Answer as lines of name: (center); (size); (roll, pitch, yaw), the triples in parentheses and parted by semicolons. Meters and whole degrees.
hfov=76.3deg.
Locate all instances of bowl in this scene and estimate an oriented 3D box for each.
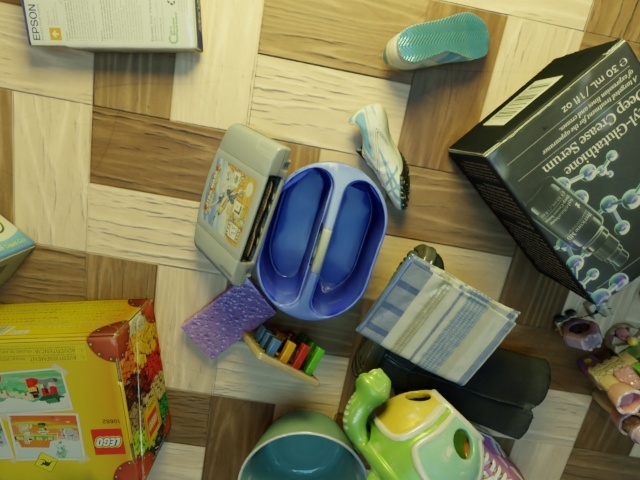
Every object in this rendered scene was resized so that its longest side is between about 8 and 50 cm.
bowl: (-0.041, 0.558, 1.026); (0.311, 0.163, 0.312); (0, 106, -1)

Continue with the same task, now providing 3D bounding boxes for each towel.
towel: (0.244, 0.170, 0.845); (0.284, 0.034, 0.209); (28, 105, -11)

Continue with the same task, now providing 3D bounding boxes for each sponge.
sponge: (-0.222, 0.187, 0.990); (0.210, 0.031, 0.117); (-37, 104, 7)

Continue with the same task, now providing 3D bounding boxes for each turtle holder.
turtle holder: (0.192, 0.424, 0.869); (0.227, 0.243, 0.320); (-46, 69, -2)

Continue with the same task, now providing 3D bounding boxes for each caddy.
caddy: (0.000, 0.000, 0.868); (0.241, 0.179, 0.342); (15, 104, -6)

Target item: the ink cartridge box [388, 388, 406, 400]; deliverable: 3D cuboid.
ink cartridge box: (0.229, 0.450, 1.031); (0.181, 0.104, 0.061); (41, 101, -10)

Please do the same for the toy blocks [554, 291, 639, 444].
toy blocks: (0.771, 0.290, 0.918); (0.288, 0.260, 0.309); (-30, 104, 7)

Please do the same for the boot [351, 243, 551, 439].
boot: (0.347, 0.245, 0.955); (0.444, 0.146, 0.367); (23, 112, -4)

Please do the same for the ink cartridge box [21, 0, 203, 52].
ink cartridge box: (-0.400, -0.535, 0.774); (0.329, 0.071, 0.325); (2, 106, 2)

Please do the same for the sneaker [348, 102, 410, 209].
sneaker: (0.133, -0.174, 0.882); (0.086, 0.085, 0.237); (-14, 111, 30)

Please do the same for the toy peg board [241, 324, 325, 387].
toy peg board: (-0.080, 0.244, 0.941); (0.160, 0.161, 0.079); (34, 81, -22)

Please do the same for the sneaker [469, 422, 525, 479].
sneaker: (0.451, 0.599, 1.049); (0.282, 0.161, 0.102); (40, 102, -9)

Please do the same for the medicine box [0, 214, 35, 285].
medicine box: (-0.805, -0.004, 0.808); (0.289, 0.263, 0.149); (43, 100, -12)

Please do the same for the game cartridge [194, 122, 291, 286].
game cartridge: (-0.174, -0.080, 0.844); (0.198, 0.062, 0.298); (33, 109, 35)

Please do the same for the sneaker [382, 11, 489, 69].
sneaker: (0.235, -0.394, 0.817); (0.228, 0.092, 0.088); (-12, 104, -18)

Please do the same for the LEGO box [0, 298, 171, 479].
LEGO box: (-0.644, 0.348, 0.942); (0.499, 0.193, 0.373); (-1, 105, -1)

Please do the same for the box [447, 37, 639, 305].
box: (0.515, -0.126, 0.827); (0.293, 0.212, 0.395); (-41, 103, 9)
